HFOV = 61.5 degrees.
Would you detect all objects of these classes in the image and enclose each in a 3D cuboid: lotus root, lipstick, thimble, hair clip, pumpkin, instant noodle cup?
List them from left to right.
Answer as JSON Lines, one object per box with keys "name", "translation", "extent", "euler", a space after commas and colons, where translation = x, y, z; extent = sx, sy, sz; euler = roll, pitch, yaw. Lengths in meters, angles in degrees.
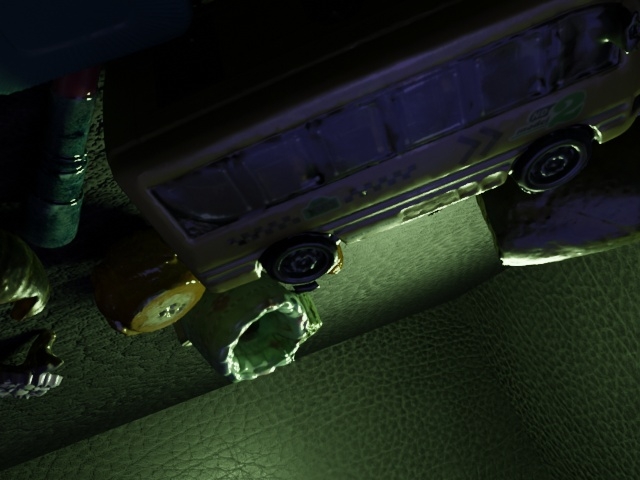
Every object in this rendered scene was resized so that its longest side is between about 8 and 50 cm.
{"name": "pumpkin", "translation": [-0.346, 0.027, 0.473], "extent": [0.183, 0.119, 0.108], "euler": [-19, 127, -35]}
{"name": "hair clip", "translation": [-0.522, 0.235, 0.953], "extent": [0.106, 0.085, 0.292], "euler": [12, 149, -35]}
{"name": "instant noodle cup", "translation": [-0.147, -0.150, 0.286], "extent": [0.179, 0.070, 0.157], "euler": [-23, 165, -9]}
{"name": "lipstick", "translation": [-0.218, -0.071, 0.455], "extent": [0.053, 0.054, 0.234], "euler": [-12, 158, -37]}
{"name": "thimble", "translation": [-0.131, 0.149, 0.971], "extent": [0.185, 0.149, 0.211], "euler": [-53, 142, -4]}
{"name": "lotus root", "translation": [0.376, -0.112, 0.741], "extent": [0.345, 0.251, 0.250], "euler": [-15, 165, 8]}

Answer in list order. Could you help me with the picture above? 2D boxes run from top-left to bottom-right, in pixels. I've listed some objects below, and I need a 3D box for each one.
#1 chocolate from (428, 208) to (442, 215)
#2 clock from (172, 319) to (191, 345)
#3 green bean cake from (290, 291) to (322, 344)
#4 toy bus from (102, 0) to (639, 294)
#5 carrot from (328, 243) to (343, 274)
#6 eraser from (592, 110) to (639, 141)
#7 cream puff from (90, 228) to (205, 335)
{"name": "chocolate", "translation": [0.274, -0.098, 1.112], "extent": [0.086, 0.028, 0.182], "euler": [-29, 166, -11]}
{"name": "clock", "translation": [-0.197, 0.154, 1.144], "extent": [0.147, 0.071, 0.192], "euler": [-34, 161, 30]}
{"name": "green bean cake", "translation": [-0.134, 0.222, 1.369], "extent": [0.222, 0.125, 0.227], "euler": [-33, 157, 24]}
{"name": "toy bus", "translation": [0.038, -0.112, 0.405], "extent": [0.365, 0.177, 0.202], "euler": [-22, 143, 6]}
{"name": "carrot", "translation": [0.000, 0.000, 0.982], "extent": [0.066, 0.066, 0.314], "euler": [-24, 160, -1]}
{"name": "eraser", "translation": [0.373, -0.203, 0.562], "extent": [0.298, 0.078, 0.076], "euler": [-30, 162, 14]}
{"name": "cream puff", "translation": [-0.225, 0.048, 0.702], "extent": [0.150, 0.115, 0.165], "euler": [-17, 154, -47]}
